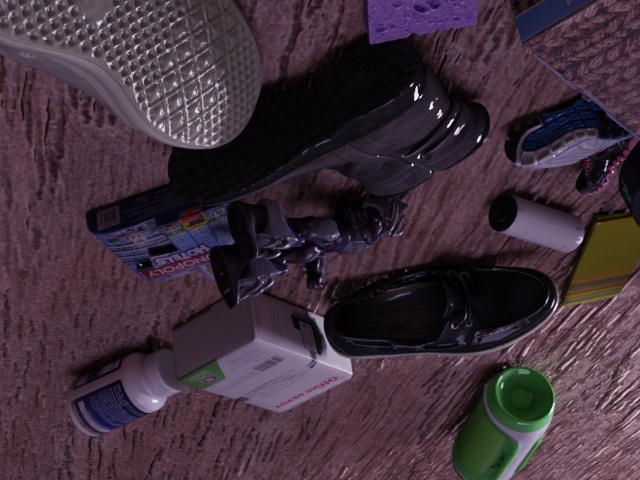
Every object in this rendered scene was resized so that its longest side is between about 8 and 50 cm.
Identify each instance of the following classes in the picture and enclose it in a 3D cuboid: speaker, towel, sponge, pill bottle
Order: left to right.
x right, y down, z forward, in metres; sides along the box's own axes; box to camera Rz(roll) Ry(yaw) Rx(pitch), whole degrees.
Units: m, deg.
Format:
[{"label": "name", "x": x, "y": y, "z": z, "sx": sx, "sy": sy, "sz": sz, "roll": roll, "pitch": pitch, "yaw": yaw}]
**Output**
[{"label": "pill bottle", "x": -0.289, "y": 0.224, "z": 1.937, "sx": 0.169, "sy": 0.094, "sz": 0.094, "roll": -25, "pitch": 147, "yaw": 24}, {"label": "sponge", "x": 0.099, "y": -0.279, "z": 1.272, "sx": 0.117, "sy": 0.031, "sz": 0.210, "roll": -10, "pitch": 150, "yaw": -1}, {"label": "speaker", "x": 0.319, "y": 0.334, "z": 2.278, "sx": 0.131, "sy": 0.131, "sz": 0.296, "roll": -3, "pitch": 149, "yaw": -12}, {"label": "speaker", "x": 0.290, "y": -0.023, "z": 1.739, "sx": 0.136, "sy": 0.055, "sz": 0.055, "roll": 15, "pitch": 141, "yaw": -36}, {"label": "towel", "x": 0.422, "y": 0.024, "z": 1.898, "sx": 0.102, "sy": 0.021, "sz": 0.237, "roll": -11, "pitch": 149, "yaw": -10}]

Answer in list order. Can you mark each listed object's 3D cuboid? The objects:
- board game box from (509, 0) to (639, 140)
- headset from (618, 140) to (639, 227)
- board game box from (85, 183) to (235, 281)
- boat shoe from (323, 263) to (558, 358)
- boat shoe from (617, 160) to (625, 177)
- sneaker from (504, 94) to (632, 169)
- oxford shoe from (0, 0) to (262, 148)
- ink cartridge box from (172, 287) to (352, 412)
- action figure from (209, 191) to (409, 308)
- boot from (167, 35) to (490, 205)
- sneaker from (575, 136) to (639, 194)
[{"label": "board game box", "x": 0.253, "y": -0.261, "z": 1.094, "sx": 0.141, "sy": 0.291, "sz": 0.232, "roll": -29, "pitch": 145, "yaw": 29}, {"label": "headset", "x": 0.555, "y": -0.114, "z": 1.538, "sx": 0.394, "sy": 0.185, "sz": 0.243, "roll": -33, "pitch": 144, "yaw": 15}, {"label": "board game box", "x": -0.165, "y": 0.002, "z": 1.638, "sx": 0.194, "sy": 0.060, "sz": 0.194, "roll": -18, "pitch": 148, "yaw": 13}, {"label": "boat shoe", "x": 0.166, "y": 0.094, "z": 1.830, "sx": 0.340, "sy": 0.127, "sz": 0.113, "roll": -5, "pitch": 162, "yaw": 10}, {"label": "boat shoe", "x": 0.414, "y": -0.093, "z": 1.668, "sx": 0.050, "sy": 0.045, "sz": 0.135, "roll": -12, "pitch": 150, "yaw": 2}, {"label": "sneaker", "x": 0.322, "y": -0.133, "z": 1.567, "sx": 0.191, "sy": 0.071, "sz": 0.083, "roll": -17, "pitch": 161, "yaw": 20}, {"label": "oxford shoe", "x": -0.210, "y": -0.209, "z": 1.218, "sx": 0.130, "sy": 0.169, "sz": 0.449, "roll": 20, "pitch": 179, "yaw": 36}, {"label": "ink cartridge box", "x": -0.084, "y": 0.166, "z": 1.904, "sx": 0.160, "sy": 0.092, "sz": 0.219, "roll": -30, "pitch": 145, "yaw": 30}, {"label": "action figure", "x": 0.000, "y": 0.000, "z": 1.608, "sx": 0.285, "sy": 0.099, "sz": 0.185, "roll": -10, "pitch": 152, "yaw": -39}, {"label": "boot", "x": 0.014, "y": -0.095, "z": 1.485, "sx": 0.338, "sy": 0.118, "sz": 0.223, "roll": -19, "pitch": 154, "yaw": 23}, {"label": "sneaker", "x": 0.350, "y": -0.105, "z": 1.637, "sx": 0.057, "sy": 0.047, "sz": 0.119, "roll": 11, "pitch": 137, "yaw": -21}]
